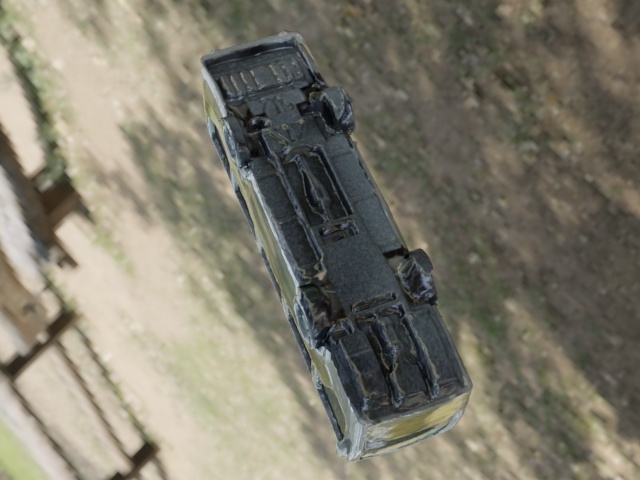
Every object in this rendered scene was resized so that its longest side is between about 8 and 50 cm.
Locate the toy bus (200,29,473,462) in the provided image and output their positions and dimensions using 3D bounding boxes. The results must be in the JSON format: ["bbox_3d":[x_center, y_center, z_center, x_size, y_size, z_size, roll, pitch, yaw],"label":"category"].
[{"bbox_3d":[0.000,0.000,1.067,0.138,0.097,0.342,97,153,-58],"label":"toy bus"}]
